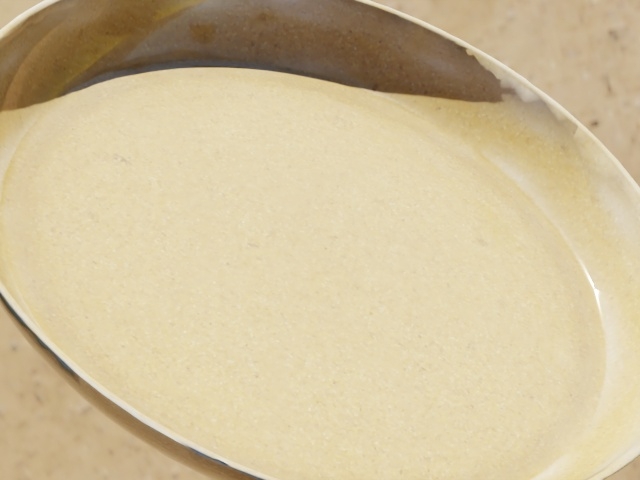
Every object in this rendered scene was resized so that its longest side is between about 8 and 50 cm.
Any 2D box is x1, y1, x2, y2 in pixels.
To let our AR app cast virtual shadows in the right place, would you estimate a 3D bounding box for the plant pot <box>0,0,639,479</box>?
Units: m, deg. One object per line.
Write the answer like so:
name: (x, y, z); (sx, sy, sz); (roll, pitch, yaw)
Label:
plant pot: (0.000, 0.000, 0.602); (0.236, 0.032, 0.236); (14, 40, -12)
